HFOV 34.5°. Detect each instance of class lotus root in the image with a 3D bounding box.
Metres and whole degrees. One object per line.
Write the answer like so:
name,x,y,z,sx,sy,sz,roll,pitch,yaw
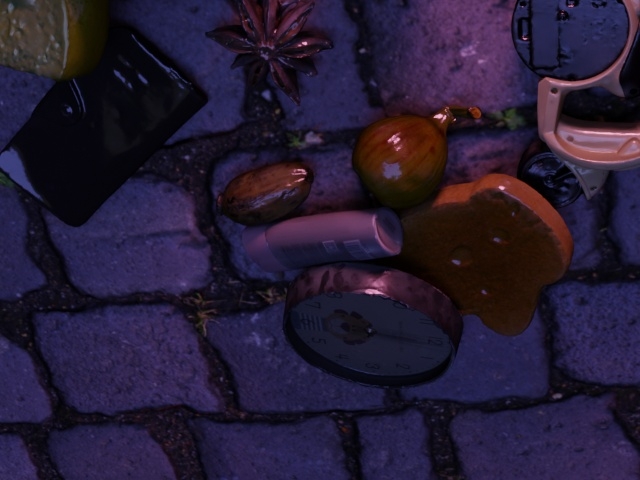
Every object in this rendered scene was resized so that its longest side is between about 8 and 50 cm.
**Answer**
lotus root,-0.089,-0.075,1.688,0.179,0.089,0.080,-16,154,19

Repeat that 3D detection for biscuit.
biscuit,0.255,0.034,1.661,0.343,0.057,0.287,-26,113,42

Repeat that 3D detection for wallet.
wallet,-0.366,-0.186,1.699,0.197,0.051,0.377,42,119,-16

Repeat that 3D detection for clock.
clock,0.084,0.151,1.745,0.312,0.061,0.313,10,144,8
clock,0.408,-0.222,1.467,0.276,0.120,0.379,-1,121,20

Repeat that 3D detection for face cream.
face cream,0.000,0.000,1.681,0.269,0.073,0.107,-9,136,36

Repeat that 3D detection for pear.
pear,-0.455,-0.412,1.477,0.342,0.238,0.318,15,113,11

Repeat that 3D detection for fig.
fig,0.134,-0.144,1.576,0.142,0.148,0.186,34,85,6

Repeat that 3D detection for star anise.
star anise,-0.079,-0.295,1.559,0.195,0.065,0.182,12,129,0
